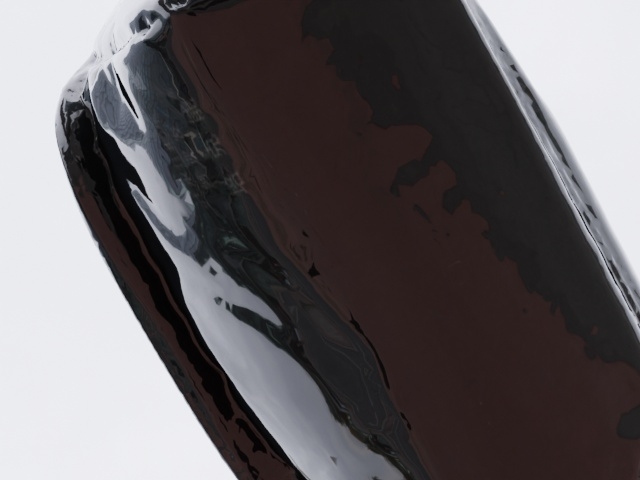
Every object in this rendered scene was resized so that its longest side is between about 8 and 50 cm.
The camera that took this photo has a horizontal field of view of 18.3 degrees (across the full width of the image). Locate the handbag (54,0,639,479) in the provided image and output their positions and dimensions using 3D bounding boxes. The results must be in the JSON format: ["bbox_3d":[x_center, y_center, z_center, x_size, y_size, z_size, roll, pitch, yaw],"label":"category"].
[{"bbox_3d":[-0.002,0.002,0.886,0.178,0.275,0.302,-35,-76,-18],"label":"handbag"}]
